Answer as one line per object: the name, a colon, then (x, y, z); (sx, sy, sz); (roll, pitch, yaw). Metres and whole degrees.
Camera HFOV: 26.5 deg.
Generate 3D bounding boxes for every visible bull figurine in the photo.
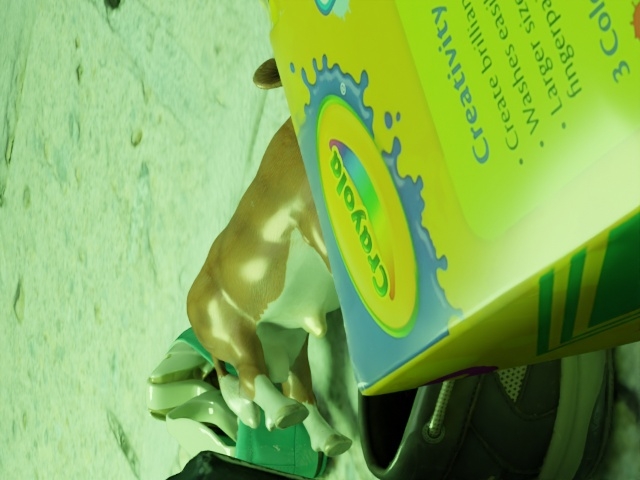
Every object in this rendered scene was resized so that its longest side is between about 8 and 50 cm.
bull figurine: (0.000, 0.000, 0.879); (0.188, 0.101, 0.310); (65, 144, 32)

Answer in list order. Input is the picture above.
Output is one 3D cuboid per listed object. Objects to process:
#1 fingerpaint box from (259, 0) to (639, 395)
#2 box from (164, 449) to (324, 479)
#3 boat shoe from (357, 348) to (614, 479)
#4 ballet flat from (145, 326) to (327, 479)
fingerpaint box: (0.096, -0.209, 0.514); (0.371, 0.163, 0.444); (-45, 56, 59)
box: (-0.058, 0.409, 0.632); (0.472, 0.297, 0.479); (-38, 36, 54)
boat shoe: (0.073, -0.035, 0.719); (0.132, 0.130, 0.355); (-17, 75, 60)
ballet flat: (-0.085, 0.122, 1.045); (0.247, 0.087, 0.083); (30, 115, 58)
